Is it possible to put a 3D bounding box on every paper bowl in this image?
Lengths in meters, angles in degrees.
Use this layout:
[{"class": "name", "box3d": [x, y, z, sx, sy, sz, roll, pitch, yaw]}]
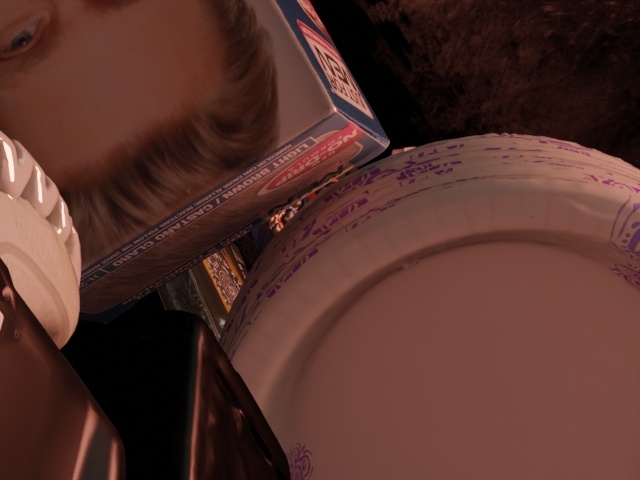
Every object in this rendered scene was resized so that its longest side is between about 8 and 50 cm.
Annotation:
[{"class": "paper bowl", "box3d": [0.086, 0.087, 0.813, 0.284, 0.284, 0.148, 56, 10, -16]}]

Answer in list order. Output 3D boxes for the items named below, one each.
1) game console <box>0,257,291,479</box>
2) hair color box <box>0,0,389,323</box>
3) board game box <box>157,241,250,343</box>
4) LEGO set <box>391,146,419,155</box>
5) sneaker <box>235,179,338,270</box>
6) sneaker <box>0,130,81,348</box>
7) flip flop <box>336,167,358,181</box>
[{"class": "game console", "box3d": [-0.073, 0.076, 0.439, 0.361, 0.044, 0.213, 65, 19, -47]}, {"class": "hair color box", "box3d": [-0.131, -0.153, 0.796, 0.347, 0.174, 0.105, 60, 10, 13]}, {"class": "board game box", "box3d": [-0.054, 0.056, 0.979, 0.126, 0.026, 0.186, 43, 18, -57]}, {"class": "LEGO set", "box3d": [0.062, 0.049, 1.284, 0.182, 0.060, 0.244, -21, 109, -77]}, {"class": "sneaker", "box3d": [-0.004, 0.044, 1.105, 0.087, 0.083, 0.221, -10, -81, 57]}, {"class": "sneaker", "box3d": [-0.152, 0.015, 0.441, 0.292, 0.110, 0.118, 30, 44, -66]}, {"class": "flip flop", "box3d": [0.000, 0.000, 1.261, 0.277, 0.080, 0.112, -109, -155, -69]}]
